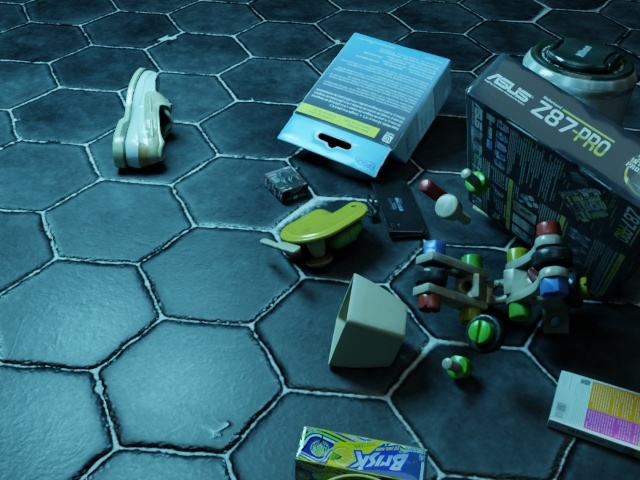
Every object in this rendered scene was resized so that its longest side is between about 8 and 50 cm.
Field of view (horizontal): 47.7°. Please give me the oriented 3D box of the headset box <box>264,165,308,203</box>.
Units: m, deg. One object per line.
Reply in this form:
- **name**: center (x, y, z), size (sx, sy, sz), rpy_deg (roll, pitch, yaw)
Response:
- **headset box**: center (-0.072, -0.116, 1.476), size (0.062, 0.032, 0.083), rpy_deg (-20, 46, -25)

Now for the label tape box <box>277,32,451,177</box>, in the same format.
- **label tape box**: center (0.104, -0.283, 1.611), size (0.249, 0.115, 0.348), rpy_deg (23, 67, 23)

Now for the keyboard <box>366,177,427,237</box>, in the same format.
- **keyboard**: center (0.138, -0.065, 1.436), size (0.108, 0.023, 0.180), rpy_deg (1, 38, -12)

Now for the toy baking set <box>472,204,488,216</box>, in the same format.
- **toy baking set**: center (0.433, -0.029, 1.406), size (0.256, 0.030, 0.197), rpy_deg (-3, 33, -17)

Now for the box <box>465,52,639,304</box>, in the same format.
- **box**: center (0.376, -0.079, 1.142), size (0.097, 0.395, 0.318), rpy_deg (-44, 67, -7)

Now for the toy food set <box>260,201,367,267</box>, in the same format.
- **toy food set**: center (0.000, 0.000, 1.320), size (0.217, 0.071, 0.128), rpy_deg (-30, 25, -36)

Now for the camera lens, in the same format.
- **camera lens**: center (0.506, -0.260, 1.490), size (0.219, 0.274, 0.219), rpy_deg (3, 37, -2)

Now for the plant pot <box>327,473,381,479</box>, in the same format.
- **plant pot**: center (0.040, 0.359, 0.847), size (0.134, 0.095, 0.134), rpy_deg (2, 39, -2)

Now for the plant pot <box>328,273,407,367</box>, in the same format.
- **plant pot**: center (0.078, 0.135, 1.127), size (0.096, 0.109, 0.109), rpy_deg (16, 39, -3)

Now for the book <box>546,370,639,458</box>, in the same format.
- **book**: center (0.412, 0.253, 1.053), size (0.144, 0.035, 0.096), rpy_deg (18, 44, 18)

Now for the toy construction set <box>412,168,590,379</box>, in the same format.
- **toy construction set**: center (0.295, 0.045, 1.190), size (0.237, 0.257, 0.309), rpy_deg (26, 35, -50)

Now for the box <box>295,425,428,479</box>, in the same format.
- **box**: center (0.053, 0.297, 0.953), size (0.168, 0.059, 0.054), rpy_deg (9, 42, 7)

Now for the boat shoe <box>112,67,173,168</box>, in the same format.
- **boat shoe**: center (-0.375, -0.267, 1.591), size (0.103, 0.113, 0.302), rpy_deg (2, 50, -3)
